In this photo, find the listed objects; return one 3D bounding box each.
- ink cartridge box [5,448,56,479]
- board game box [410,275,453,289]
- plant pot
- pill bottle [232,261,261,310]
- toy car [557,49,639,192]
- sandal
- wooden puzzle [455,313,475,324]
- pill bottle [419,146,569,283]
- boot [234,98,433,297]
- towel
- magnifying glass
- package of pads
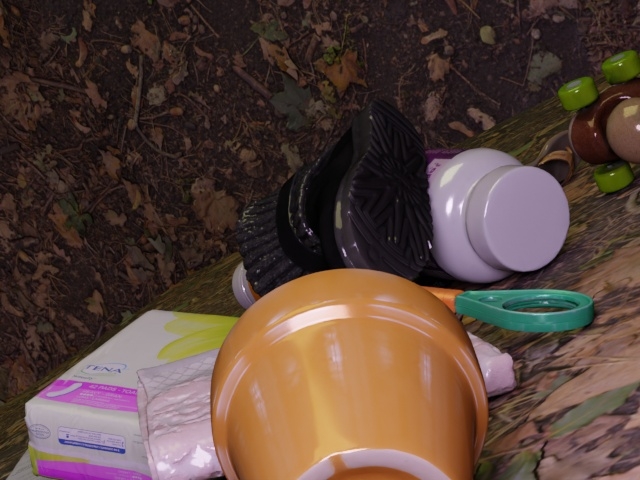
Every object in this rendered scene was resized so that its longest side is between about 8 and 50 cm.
[{"bbox_3d":[-0.276,0.277,1.713,0.324,0.071,0.330,-27,16,18],"label":"ink cartridge box"},{"bbox_3d":[0.131,0.065,1.795,0.126,0.026,0.186,-25,8,39],"label":"board game box"},{"bbox_3d":[0.025,0.150,0.901,0.205,0.205,0.188,-29,22,8],"label":"plant pot"},{"bbox_3d":[-0.046,0.054,2.191,0.136,0.136,0.245,-34,7,-35],"label":"pill bottle"},{"bbox_3d":[0.423,-0.151,1.686,0.149,0.155,0.188,-31,16,-13],"label":"toy car"},{"bbox_3d":[0.358,-0.111,2.011,0.180,0.072,0.049,-35,24,-33],"label":"sandal"},{"bbox_3d":[0.138,0.099,1.538,0.116,0.014,0.078,-27,6,26],"label":"wooden puzzle"},{"bbox_3d":[0.174,-0.033,1.646,0.169,0.169,0.301,-32,16,-22],"label":"pill bottle"},{"bbox_3d":[0.003,0.002,1.555,0.260,0.131,0.348,-39,18,26],"label":"boot"},{"bbox_3d":[-0.016,0.136,1.265,0.331,0.053,0.317,-16,11,-10],"label":"towel"},{"bbox_3d":[0.160,0.062,1.286,0.231,0.026,0.092,2,14,37],"label":"magnifying glass"},{"bbox_3d":[-0.177,0.184,1.514,0.229,0.101,0.296,4,22,25],"label":"package of pads"}]
